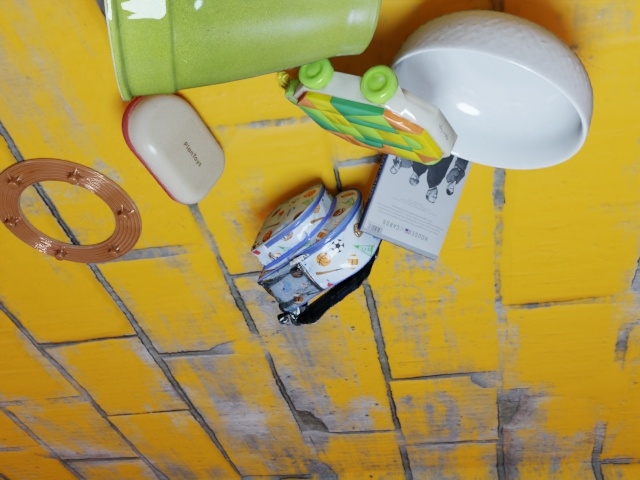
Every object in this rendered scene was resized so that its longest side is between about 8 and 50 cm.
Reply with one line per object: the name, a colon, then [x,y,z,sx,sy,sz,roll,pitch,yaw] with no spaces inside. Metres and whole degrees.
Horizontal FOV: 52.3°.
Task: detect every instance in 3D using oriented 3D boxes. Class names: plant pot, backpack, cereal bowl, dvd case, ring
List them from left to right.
ring: [-0.584,-0.052,1.502,0.336,0.032,0.336,2,138,2]
plant pot: [-0.105,-0.381,0.912,0.353,0.366,0.366,-2,139,-11]
backpack: [0.000,0.000,1.378,0.263,0.276,0.213,-25,118,23]
dvd case: [0.192,-0.102,1.283,0.179,0.239,0.029,21,179,-19]
cereal bowl: [0.289,-0.264,1.091,0.339,0.141,0.339,23,163,7]

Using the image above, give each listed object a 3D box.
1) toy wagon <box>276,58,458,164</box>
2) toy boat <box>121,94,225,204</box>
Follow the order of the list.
toy wagon: [0.060,-0.221,1.117,0.344,0.068,0.267,20,174,31]
toy boat: [-0.306,-0.184,1.284,0.151,0.151,0.231,11,147,37]
